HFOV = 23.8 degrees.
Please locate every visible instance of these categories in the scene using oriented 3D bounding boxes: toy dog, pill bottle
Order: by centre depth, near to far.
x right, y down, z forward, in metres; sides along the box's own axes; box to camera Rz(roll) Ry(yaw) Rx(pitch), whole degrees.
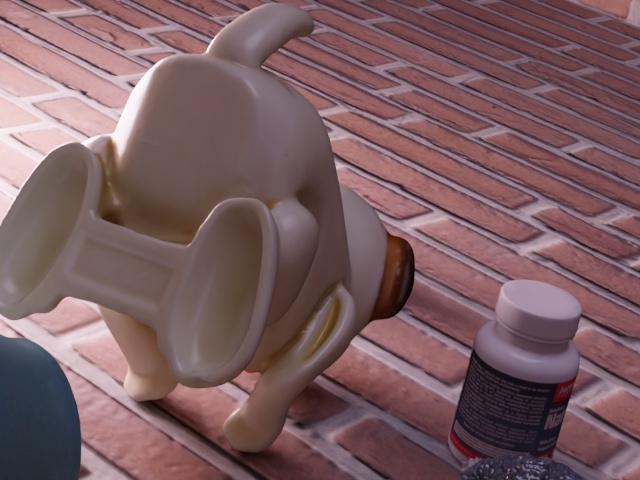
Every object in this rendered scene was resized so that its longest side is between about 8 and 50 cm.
[{"bbox_3d":[-0.078,-0.001,1.474,0.285,0.395,0.408,8,-13,24],"label":"toy dog"},{"bbox_3d":[0.196,0.136,1.497,0.108,0.180,0.108,10,24,-5],"label":"pill bottle"}]

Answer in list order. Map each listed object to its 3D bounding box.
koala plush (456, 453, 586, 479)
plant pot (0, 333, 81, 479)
[{"bbox_3d":[0.177,0.253,1.248,0.196,0.203,0.221,20,13,16],"label":"koala plush"},{"bbox_3d":[-0.329,0.156,1.129,0.255,0.271,0.272,9,19,-45],"label":"plant pot"}]
